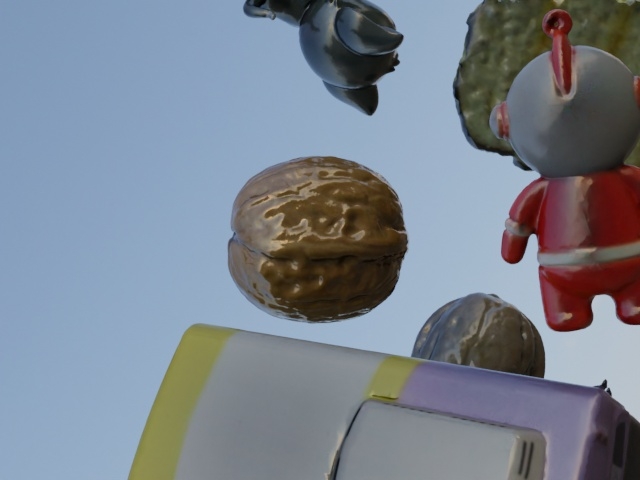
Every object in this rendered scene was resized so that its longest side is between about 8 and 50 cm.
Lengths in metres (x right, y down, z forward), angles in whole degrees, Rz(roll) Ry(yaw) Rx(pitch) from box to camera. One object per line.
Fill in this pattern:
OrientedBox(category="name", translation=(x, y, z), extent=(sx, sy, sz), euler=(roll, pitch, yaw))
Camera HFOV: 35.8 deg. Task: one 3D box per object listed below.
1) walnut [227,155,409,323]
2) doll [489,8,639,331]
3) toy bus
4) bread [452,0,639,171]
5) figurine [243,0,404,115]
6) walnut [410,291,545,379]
OrientedBox(category="walnut", translation=(0.000, 0.000, 1.136), extent=(0.213, 0.213, 0.213), euler=(-35, -40, -35))
OrientedBox(category="doll", translation=(0.197, -0.052, 0.748), extent=(0.076, 0.142, 0.244), euler=(-25, -75, -70))
OrientedBox(category="toy bus", translation=(0.068, 0.215, 0.862), extent=(0.249, 0.440, 0.209), euler=(45, -122, -50))
OrientedBox(category="bread", translation=(0.363, -0.205, 1.174), extent=(0.264, 0.396, 0.239), euler=(-66, -7, -55))
OrientedBox(category="figurine", translation=(-0.005, -0.295, 1.262), extent=(0.193, 0.265, 0.140), euler=(131, 160, -59))
OrientedBox(category="walnut", translation=(0.245, 0.186, 1.533), extent=(0.224, 0.224, 0.224), euler=(-35, -40, -35))
